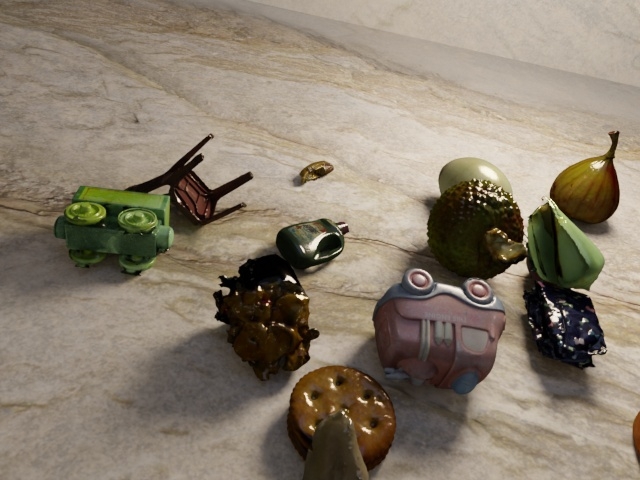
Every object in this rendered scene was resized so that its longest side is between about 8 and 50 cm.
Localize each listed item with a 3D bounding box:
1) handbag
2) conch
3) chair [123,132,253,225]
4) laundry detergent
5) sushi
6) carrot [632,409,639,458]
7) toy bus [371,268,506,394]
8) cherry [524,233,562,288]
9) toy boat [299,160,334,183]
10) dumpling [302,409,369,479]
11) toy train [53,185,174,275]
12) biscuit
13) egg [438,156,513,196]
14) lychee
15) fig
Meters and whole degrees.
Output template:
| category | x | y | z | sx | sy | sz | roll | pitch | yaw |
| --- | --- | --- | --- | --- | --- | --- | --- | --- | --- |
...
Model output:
| category | x | y | z | sx | sy | sz | roll | pitch | yaw |
| --- | --- | --- | --- | --- | --- | --- | --- | --- | --- |
| handbag | 0.601 | 0.204 | 1.385 | 0.162 | 0.113 | 0.260 | 18 | 37 | -4 |
| conch | 0.614 | 0.024 | 1.438 | 0.250 | 0.143 | 0.137 | 48 | 36 | 16 |
| chair | -0.373 | -0.122 | 1.505 | 0.326 | 0.183 | 0.176 | -26 | 33 | 23 |
| laundry detergent | 0.000 | 0.000 | 1.493 | 0.221 | 0.078 | 0.144 | -16 | 49 | -35 |
| sushi | -0.113 | 0.162 | 1.183 | 0.200 | 0.213 | 0.204 | -27 | 35 | -10 |
| carrot | 0.804 | 0.440 | 1.167 | 0.258 | 0.100 | 0.307 | 32 | 44 | 27 |
| toy bus | 0.259 | 0.218 | 1.220 | 0.294 | 0.197 | 0.232 | 11 | 48 | -4 |
| cherry | 0.617 | 0.064 | 1.528 | 0.115 | 0.188 | 0.148 | 3 | 70 | 36 |
| toy boat | -0.015 | -0.220 | 1.776 | 0.049 | 0.047 | 0.149 | 35 | 43 | 25 |
| dumpling | 0.047 | 0.467 | 0.924 | 0.086 | 0.166 | 0.332 | 32 | 31 | -56 |
| toy train | -0.485 | -0.033 | 1.331 | 0.271 | 0.159 | 0.188 | 7 | 33 | -7 |
| biscuit | 0.042 | 0.347 | 1.085 | 0.220 | 0.066 | 0.220 | 7 | 40 | -6 |
| egg | 0.481 | -0.160 | 1.734 | 0.186 | 0.186 | 0.253 | -23 | 51 | -36 |
| lychee | 0.416 | -0.026 | 1.491 | 0.270 | 0.270 | 0.320 | 20 | 36 | 8 |
| fig | 0.897 | -0.210 | 1.809 | 0.217 | 0.321 | 0.217 | 6 | 44 | -6 |
